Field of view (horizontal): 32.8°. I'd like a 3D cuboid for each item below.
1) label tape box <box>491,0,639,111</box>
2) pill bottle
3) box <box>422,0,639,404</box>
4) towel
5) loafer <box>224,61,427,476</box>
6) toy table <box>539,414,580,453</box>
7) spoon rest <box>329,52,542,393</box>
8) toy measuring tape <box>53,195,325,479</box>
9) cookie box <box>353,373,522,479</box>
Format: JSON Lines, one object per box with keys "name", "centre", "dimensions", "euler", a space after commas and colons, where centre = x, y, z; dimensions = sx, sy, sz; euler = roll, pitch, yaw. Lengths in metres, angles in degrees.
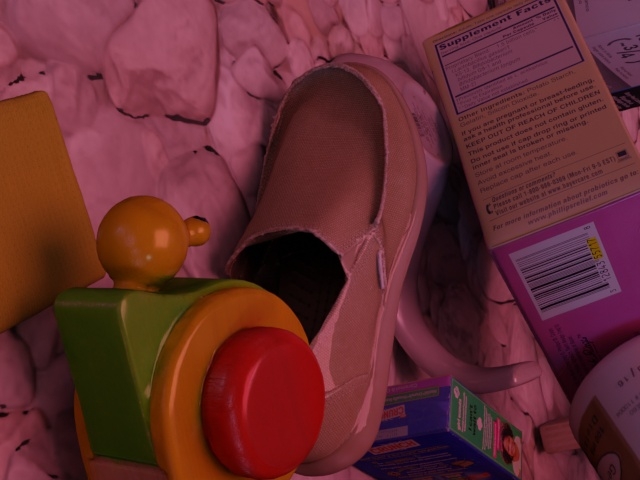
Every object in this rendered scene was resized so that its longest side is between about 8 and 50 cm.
{"name": "label tape box", "centre": [0.373, -0.234, 1.095], "dimensions": [0.241, 0.334, 0.106], "euler": [14, 67, -55]}
{"name": "pill bottle", "centre": [0.277, 0.178, 0.736], "dimensions": [0.131, 0.131, 0.229], "euler": [45, 13, -41]}
{"name": "box", "centre": [0.190, -0.036, 0.855], "dimensions": [0.213, 0.117, 0.243], "euler": [55, 19, -44]}
{"name": "towel", "centre": [-0.180, 0.009, 0.445], "dimensions": [0.237, 0.021, 0.102], "euler": [-34, 114, -57]}
{"name": "loafer", "centre": [0.000, 0.000, 0.649], "dimensions": [0.092, 0.102, 0.268], "euler": [39, 49, -53]}
{"name": "toy table", "centre": [0.340, 0.155, 1.017], "dimensions": [0.274, 0.252, 0.161], "euler": [66, 15, 8]}
{"name": "spoon rest", "centre": [0.068, -0.013, 0.802], "dimensions": [0.137, 0.084, 0.276], "euler": [-1, 67, -59]}
{"name": "toy measuring tape", "centre": [-0.044, 0.133, 0.535], "dimensions": [0.121, 0.121, 0.330], "euler": [-34, 116, -56]}
{"name": "cookie box", "centre": [0.071, 0.133, 0.723], "dimensions": [0.107, 0.092, 0.040], "euler": [39, 45, -45]}
